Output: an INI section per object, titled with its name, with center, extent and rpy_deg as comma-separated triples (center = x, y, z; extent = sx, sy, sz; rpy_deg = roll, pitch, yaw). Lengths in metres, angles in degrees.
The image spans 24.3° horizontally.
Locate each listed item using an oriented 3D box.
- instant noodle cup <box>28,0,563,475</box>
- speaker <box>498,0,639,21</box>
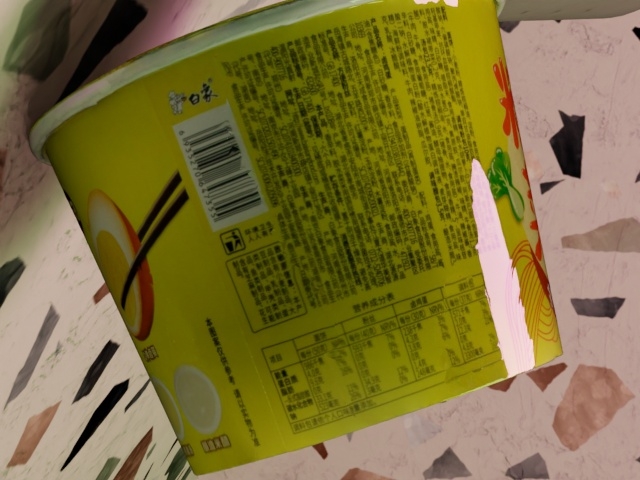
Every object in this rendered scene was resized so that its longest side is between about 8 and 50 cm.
[instant noodle cup]
center = 0.000, 0.000, 0.889
extent = 0.311, 0.222, 0.311
rpy_deg = -17, 175, -1
[speaker]
center = 0.152, -0.244, 0.967
extent = 0.184, 0.183, 0.406
rpy_deg = -23, 171, 42
